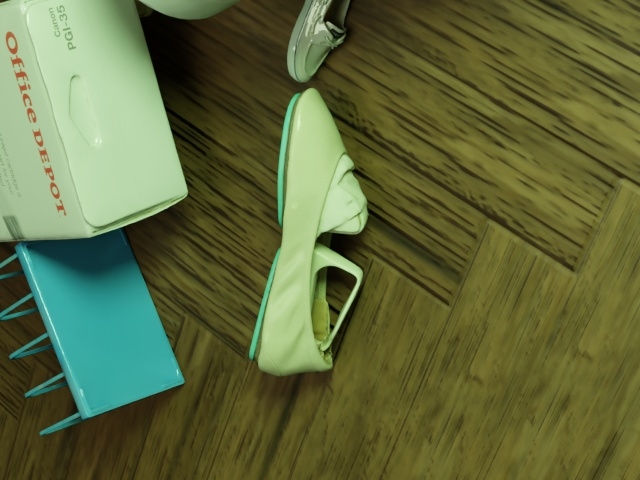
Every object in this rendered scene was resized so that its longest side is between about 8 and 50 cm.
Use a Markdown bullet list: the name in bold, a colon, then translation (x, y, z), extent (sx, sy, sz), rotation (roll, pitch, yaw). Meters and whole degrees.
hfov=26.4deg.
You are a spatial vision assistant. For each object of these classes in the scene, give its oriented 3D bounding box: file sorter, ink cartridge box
- **file sorter**: translation (-0.231, 0.086, 1.296), extent (0.104, 0.118, 0.170), rotation (-29, 81, 43)
- **ink cartridge box**: translation (-0.267, -0.110, 1.239), extent (0.283, 0.117, 0.207), rotation (-2, 107, 48)

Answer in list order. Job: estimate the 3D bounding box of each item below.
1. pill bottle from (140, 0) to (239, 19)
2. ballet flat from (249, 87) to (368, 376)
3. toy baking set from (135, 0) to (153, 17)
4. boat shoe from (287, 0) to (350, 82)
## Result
- **pill bottle**: translation (0.019, -0.307, 0.933), extent (0.408, 0.229, 0.229), rotation (-21, 86, 40)
- **ballet flat**: translation (0.000, 0.000, 1.124), extent (0.086, 0.086, 0.248), rotation (24, 115, 33)
- **toy baking set**: translation (-0.237, -0.260, 1.210), extent (0.256, 0.030, 0.197), rotation (5, 141, 41)
- **boat shoe**: translation (0.003, -0.171, 1.103), extent (0.035, 0.035, 0.100), rotation (32, 112, 33)
